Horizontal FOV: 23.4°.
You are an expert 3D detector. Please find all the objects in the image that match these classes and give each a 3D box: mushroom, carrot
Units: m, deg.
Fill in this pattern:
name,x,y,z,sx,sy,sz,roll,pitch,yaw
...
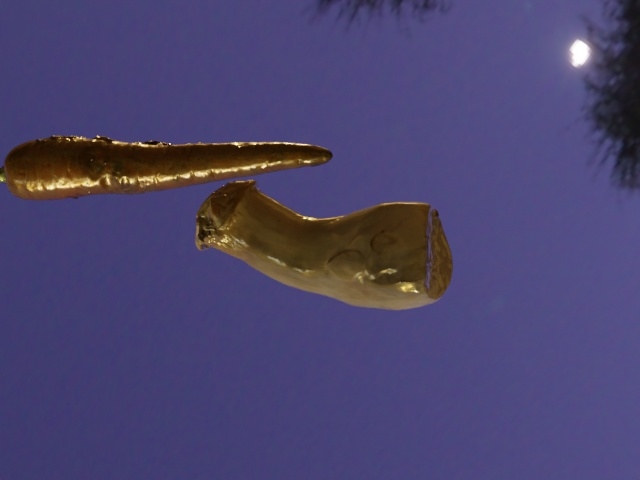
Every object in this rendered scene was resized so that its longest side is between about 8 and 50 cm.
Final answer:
name,x,y,z,sx,sy,sz,roll,pitch,yaw
mushroom,0.000,0.003,1.289,0.223,0.092,0.081,11,-138,25
carrot,-0.114,-0.055,1.108,0.254,0.049,0.049,-2,-122,14
